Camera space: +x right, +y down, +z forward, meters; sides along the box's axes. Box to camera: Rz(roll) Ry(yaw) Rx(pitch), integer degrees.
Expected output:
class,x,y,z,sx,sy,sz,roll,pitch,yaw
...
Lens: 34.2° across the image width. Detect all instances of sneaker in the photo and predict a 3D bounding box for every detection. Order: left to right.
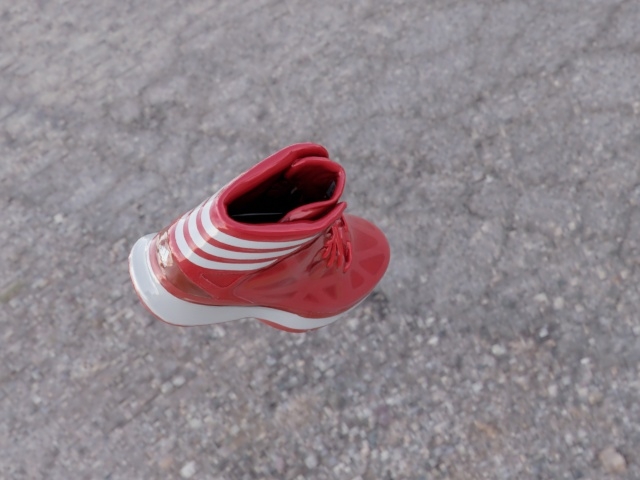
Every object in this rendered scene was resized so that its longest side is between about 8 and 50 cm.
class,x,y,z,sx,sy,sz,roll,pitch,yaw
sneaker,0.000,0.000,0.662,0.128,0.087,0.221,-33,-15,38
